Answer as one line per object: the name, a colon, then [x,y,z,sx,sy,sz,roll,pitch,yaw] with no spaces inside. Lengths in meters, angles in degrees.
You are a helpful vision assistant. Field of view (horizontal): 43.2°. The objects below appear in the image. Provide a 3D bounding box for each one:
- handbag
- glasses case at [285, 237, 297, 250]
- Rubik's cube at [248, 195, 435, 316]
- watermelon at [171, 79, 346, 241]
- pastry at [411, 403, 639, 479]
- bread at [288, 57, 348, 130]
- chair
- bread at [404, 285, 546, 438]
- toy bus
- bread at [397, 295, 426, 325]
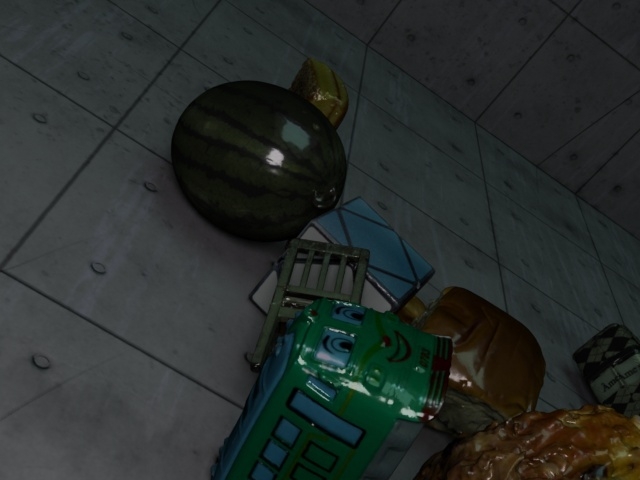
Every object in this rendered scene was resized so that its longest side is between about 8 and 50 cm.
handbag: [0.785,0.426,1.846,0.317,0.180,0.416,34,25,-37]
glasses case: [0.000,0.000,1.610,0.049,0.073,0.194,48,30,15]
Rubik's cube: [0.040,0.076,1.408,0.205,0.207,0.205,44,29,9]
watermelon: [-0.105,-0.139,1.449,0.359,0.278,0.279,26,19,30]
pastry: [0.264,0.377,1.048,0.337,0.405,0.292,14,53,-42]
bread: [-0.036,-0.258,1.778,0.111,0.234,0.184,23,30,-22]
chair: [-0.012,0.144,1.221,0.136,0.147,0.270,8,42,6]
bread: [0.255,0.228,1.422,0.250,0.225,0.279,39,32,2]
toy bus: [0.000,0.234,0.999,0.200,0.343,0.183,27,28,0]
bread: [0.159,0.126,1.638,0.132,0.053,0.074,34,28,-14]
